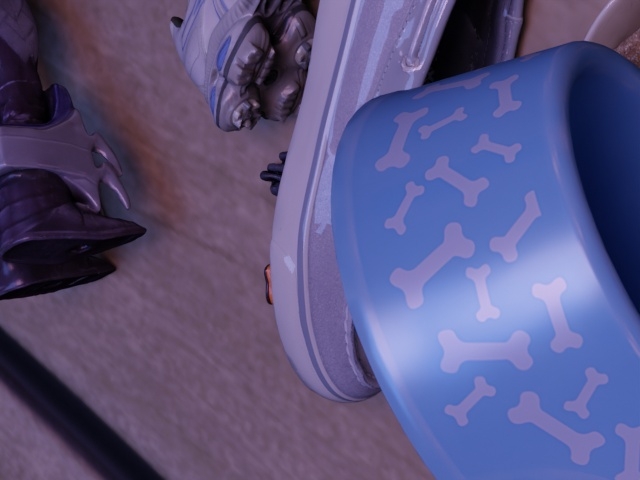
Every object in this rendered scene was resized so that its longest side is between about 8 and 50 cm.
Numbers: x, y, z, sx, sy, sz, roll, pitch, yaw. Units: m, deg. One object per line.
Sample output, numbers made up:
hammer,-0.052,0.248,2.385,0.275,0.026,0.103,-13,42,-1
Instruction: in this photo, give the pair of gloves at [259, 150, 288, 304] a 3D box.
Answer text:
pair of gloves,0.000,0.000,0.737,0.074,0.010,0.083,12,109,40

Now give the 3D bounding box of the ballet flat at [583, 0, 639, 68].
ballet flat,0.141,-0.085,0.547,0.206,0.073,0.067,-46,56,36

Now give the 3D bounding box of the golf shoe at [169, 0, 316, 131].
golf shoe,-0.027,-0.136,0.688,0.086,0.069,0.176,47,128,31

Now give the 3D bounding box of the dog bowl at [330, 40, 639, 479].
dog bowl,0.121,0.064,0.511,0.074,0.166,0.297,-29,105,31

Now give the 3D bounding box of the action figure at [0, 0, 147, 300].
action figure,-0.178,-0.115,0.816,0.185,0.099,0.285,-30,77,50

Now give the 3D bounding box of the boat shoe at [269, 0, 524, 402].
boat shoe,0.037,-0.030,0.646,0.081,0.079,0.227,24,114,41
